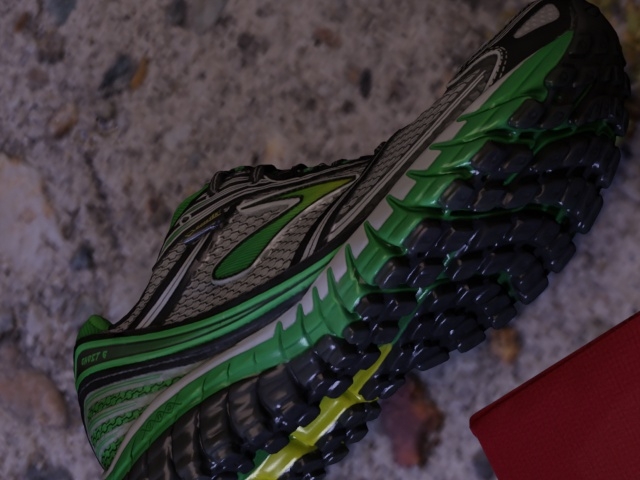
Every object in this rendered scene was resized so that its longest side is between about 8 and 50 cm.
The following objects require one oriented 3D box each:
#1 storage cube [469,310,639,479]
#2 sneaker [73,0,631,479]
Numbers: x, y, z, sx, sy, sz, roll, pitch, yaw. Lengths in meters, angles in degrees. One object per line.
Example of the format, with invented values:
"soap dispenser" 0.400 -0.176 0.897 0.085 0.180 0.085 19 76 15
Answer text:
"storage cube" 0.206 0.104 0.746 0.193 0.215 0.184 -35 65 27
"sneaker" 0.000 0.000 0.929 0.343 0.134 0.146 -41 63 18
